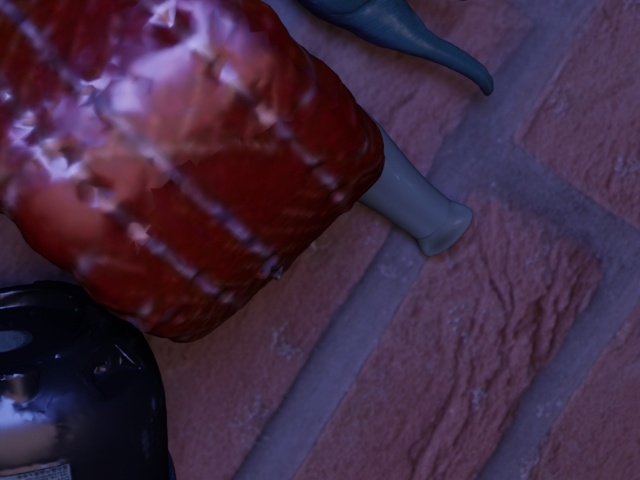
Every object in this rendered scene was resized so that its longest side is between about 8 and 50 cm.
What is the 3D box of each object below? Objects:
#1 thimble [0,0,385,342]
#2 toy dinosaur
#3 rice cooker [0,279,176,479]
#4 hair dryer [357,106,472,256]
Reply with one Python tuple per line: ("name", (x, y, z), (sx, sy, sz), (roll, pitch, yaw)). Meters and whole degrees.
("thimble", (-0.131, -0.096, 0.940), (0.230, 0.350, 0.350), (-45, 115, 1))
("toy dinosaur", (-0.046, -0.256, 1.059), (0.330, 0.129, 0.384), (-16, 113, -1))
("rice cooker", (-0.246, 0.166, 1.038), (0.267, 0.267, 0.225), (-8, 114, -15))
("hair dryer", (0.000, 0.000, 1.173), (0.237, 0.075, 0.206), (-45, 121, 9))
